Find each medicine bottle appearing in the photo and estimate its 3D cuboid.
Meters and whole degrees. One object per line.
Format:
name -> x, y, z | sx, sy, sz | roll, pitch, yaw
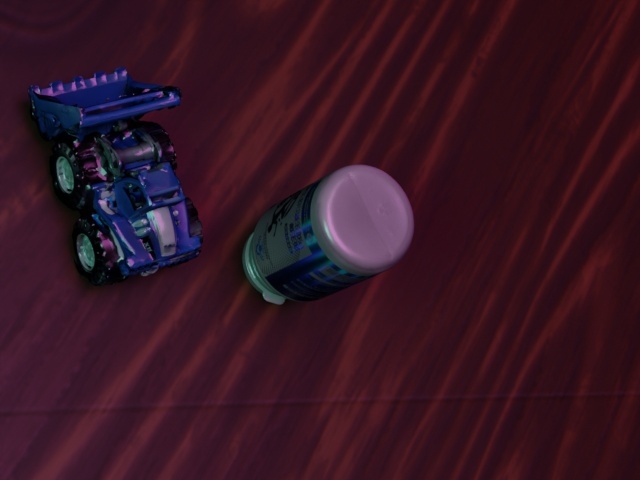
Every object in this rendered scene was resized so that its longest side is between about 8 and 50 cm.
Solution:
medicine bottle -> 0.000, 0.000, 1.380 | 0.107, 0.191, 0.107 | 9, 72, -28

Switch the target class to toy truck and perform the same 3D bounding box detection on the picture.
toy truck -> -0.186, -0.070, 1.332 | 0.113, 0.126, 0.208 | -18, 85, -32
